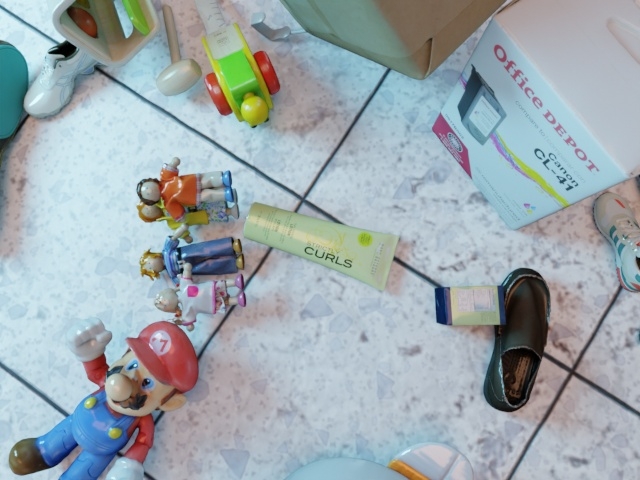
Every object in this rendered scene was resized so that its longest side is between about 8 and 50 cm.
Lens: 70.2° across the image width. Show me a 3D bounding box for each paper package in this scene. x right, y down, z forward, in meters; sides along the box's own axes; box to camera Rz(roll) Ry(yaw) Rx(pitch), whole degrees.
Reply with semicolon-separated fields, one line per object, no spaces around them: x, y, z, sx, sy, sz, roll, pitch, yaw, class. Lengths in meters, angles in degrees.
0.102;-0.382;0.526;0.309;0.168;0.325;-44;38;6;paper package

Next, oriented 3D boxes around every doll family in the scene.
-0.208;0.002;0.719;0.163;0.118;0.263;-5;100;-4;doll family

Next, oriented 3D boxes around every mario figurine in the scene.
-0.311;0.243;0.645;0.320;0.170;0.198;-47;117;4;mario figurine

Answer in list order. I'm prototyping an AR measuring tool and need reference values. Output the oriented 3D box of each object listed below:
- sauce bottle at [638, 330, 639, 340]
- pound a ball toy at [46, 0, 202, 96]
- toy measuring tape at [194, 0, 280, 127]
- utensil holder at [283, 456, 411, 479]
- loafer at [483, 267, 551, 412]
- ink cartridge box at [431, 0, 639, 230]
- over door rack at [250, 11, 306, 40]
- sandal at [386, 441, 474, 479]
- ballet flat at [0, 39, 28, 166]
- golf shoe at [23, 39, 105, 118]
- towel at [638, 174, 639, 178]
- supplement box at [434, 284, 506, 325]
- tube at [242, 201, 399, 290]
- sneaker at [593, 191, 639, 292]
0.546;0.163;0.676;0.128;0.042;0.042;25;84;4;sauce bottle
-0.346;-0.384;0.746;0.135;0.208;0.319;-33;64;14;pound a ball toy
-0.147;-0.299;0.765;0.121;0.121;0.330;-25;59;0;toy measuring tape
-0.003;0.463;0.458;0.327;0.385;0.328;1;93;18;utensil holder
0.301;0.148;0.672;0.080;0.078;0.220;10;83;5;loafer
0.289;-0.156;0.599;0.131;0.306;0.226;-35;81;-2;ink cartridge box
0.070;-0.444;0.761;0.324;0.108;0.240;10;83;19;over door rack
0.112;0.381;0.660;0.102;0.076;0.265;39;105;13;sandal
-0.588;-0.168;0.754;0.123;0.123;0.349;7;83;4;ballet flat
-0.450;-0.288;0.771;0.069;0.086;0.176;41;88;6;golf shoe
0.652;-0.170;0.707;0.324;0.056;0.313;-11;82;1;towel
0.221;0.097;0.681;0.083;0.083;0.056;-2;83;4;supplement box
0.000;0.000;0.722;0.240;0.062;0.070;18;124;1;tube
0.472;-0.002;0.684;0.057;0.075;0.161;-15;82;1;sneaker
